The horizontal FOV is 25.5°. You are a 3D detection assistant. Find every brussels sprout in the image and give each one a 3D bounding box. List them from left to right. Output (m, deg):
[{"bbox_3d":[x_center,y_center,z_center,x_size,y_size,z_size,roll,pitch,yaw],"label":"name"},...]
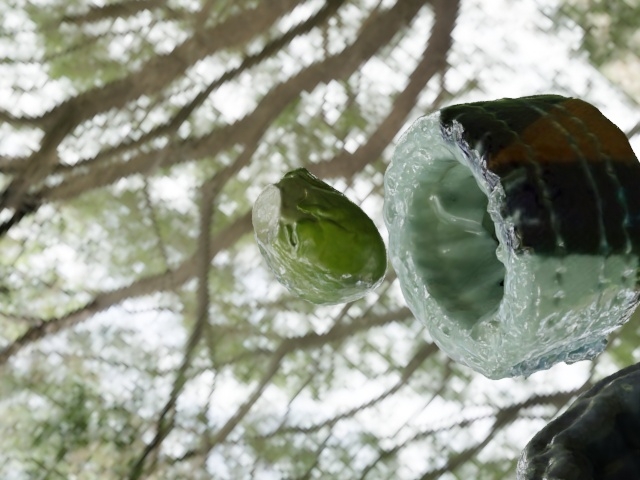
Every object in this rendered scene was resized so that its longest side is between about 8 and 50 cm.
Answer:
[{"bbox_3d":[-0.001,0.004,1.458,0.155,0.118,0.155,29,-169,-6],"label":"brussels sprout"}]

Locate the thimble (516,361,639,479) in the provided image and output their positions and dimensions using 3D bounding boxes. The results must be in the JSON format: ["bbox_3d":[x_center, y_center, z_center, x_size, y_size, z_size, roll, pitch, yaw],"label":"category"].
[{"bbox_3d":[0.149,0.096,0.497,0.098,0.150,0.150,61,-163,-10],"label":"thimble"}]

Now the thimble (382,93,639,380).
[{"bbox_3d":[0.163,-0.003,1.185,0.150,0.237,0.237,-11,-134,-27],"label":"thimble"}]
